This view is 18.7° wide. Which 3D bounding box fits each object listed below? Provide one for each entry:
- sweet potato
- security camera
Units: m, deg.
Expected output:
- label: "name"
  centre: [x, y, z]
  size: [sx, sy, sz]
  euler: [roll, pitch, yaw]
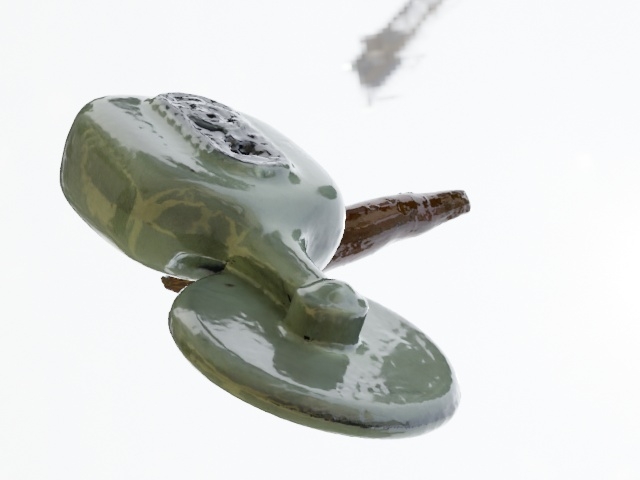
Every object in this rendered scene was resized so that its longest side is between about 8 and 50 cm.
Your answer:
- label: "sweet potato"
  centre: [0.001, 0.001, 1.532]
  size: [0.057, 0.265, 0.057]
  euler: [166, -90, -76]
- label: "security camera"
  centre: [-0.031, 0.006, 1.054]
  size: [0.301, 0.157, 0.080]
  euler: [45, -58, 47]
